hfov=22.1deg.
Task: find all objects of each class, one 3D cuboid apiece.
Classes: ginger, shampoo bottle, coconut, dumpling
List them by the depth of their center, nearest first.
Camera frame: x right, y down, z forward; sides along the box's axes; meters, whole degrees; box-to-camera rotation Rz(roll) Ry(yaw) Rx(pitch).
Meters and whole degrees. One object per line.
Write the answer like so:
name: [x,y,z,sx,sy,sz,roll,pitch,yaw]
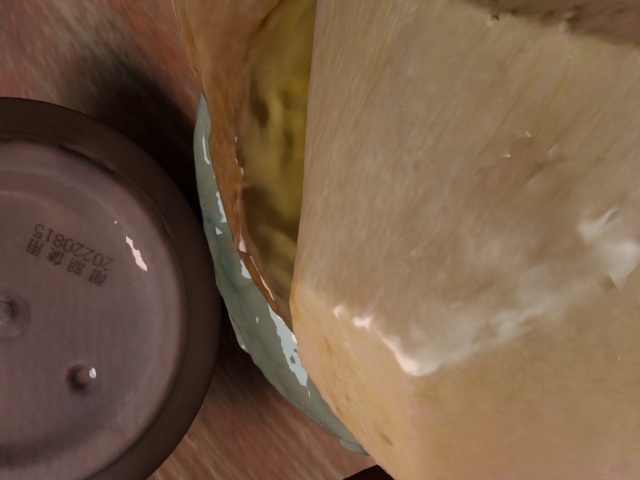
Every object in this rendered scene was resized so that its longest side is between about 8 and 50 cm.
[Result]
coconut: [0.095,-0.008,0.412,0.237,0.237,0.197,45,151,37]
ginger: [-0.005,-0.111,0.602,0.190,0.126,0.354,91,166,-67]
dumpling: [-0.008,0.005,0.795,0.149,0.105,0.216,-7,108,66]
shampoo bottle: [-0.207,0.048,1.051,0.273,0.273,0.266,66,165,-5]

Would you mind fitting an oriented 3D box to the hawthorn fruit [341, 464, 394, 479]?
hawthorn fruit: [0.077,0.209,0.655,0.267,0.268,0.301,59,155,12]
